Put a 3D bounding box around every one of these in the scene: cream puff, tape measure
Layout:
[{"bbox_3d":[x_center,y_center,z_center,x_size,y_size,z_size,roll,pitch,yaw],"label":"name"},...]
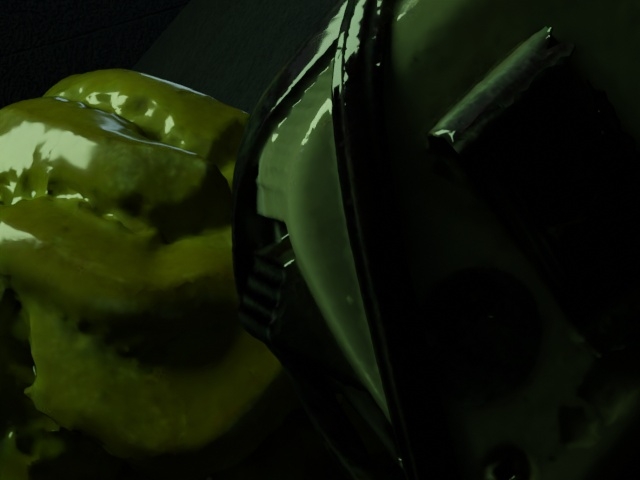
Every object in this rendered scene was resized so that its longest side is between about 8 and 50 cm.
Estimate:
[{"bbox_3d":[-0.071,0.072,0.952,0.257,0.324,0.291,3,25,20],"label":"cream puff"},{"bbox_3d":[0.065,-0.006,0.747,0.271,0.231,0.133,-50,16,-4],"label":"tape measure"}]
